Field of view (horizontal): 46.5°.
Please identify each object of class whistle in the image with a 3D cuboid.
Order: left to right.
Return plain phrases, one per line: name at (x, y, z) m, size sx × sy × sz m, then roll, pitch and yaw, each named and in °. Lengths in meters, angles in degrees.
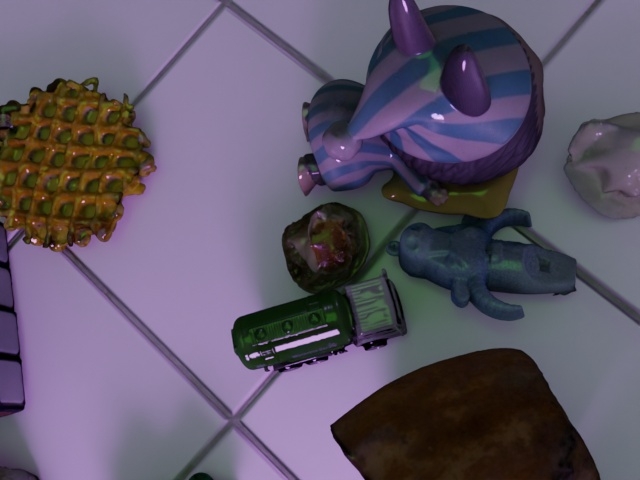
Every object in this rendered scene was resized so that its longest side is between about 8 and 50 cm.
whistle at (0.226, 0.029, 1.056) m, size 0.269 × 0.093 × 0.180 m, roll 6°, pitch 53°, yaw 12°

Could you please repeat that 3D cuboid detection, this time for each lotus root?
lotus root at (0.206, 0.293, 0.895) m, size 0.250 × 0.316 × 0.316 m, roll -33°, pitch 73°, yaw -2°

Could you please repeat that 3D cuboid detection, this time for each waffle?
waffle at (-0.430, -0.135, 1.251) m, size 0.329 × 0.062 × 0.329 m, roll -3°, pitch 77°, yaw 13°

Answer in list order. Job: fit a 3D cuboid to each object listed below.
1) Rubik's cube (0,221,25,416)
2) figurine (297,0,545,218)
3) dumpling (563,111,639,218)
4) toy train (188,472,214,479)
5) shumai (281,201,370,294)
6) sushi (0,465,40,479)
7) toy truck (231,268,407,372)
Rubik's cube at (-0.693, 0.125, 1.101) m, size 0.344 × 0.344 × 0.337 m, roll -16°, pitch 74°, yaw 8°
figurine at (0.108, -0.217, 0.980) m, size 0.361 × 0.377 × 0.266 m, roll -4°, pitch 62°, yaw 14°
dumpling at (0.442, -0.101, 1.040) m, size 0.181 × 0.111 × 0.155 m, roll 22°, pitch 114°, yaw 23°
toy train at (-0.209, 0.418, 1.064) m, size 0.228 × 0.091 × 0.136 m, roll -15°, pitch 85°, yaw 7°
shumai at (0.004, -0.001, 1.098) m, size 0.145 × 0.116 × 0.145 m, roll -3°, pitch 76°, yaw 13°
sushi at (-0.461, 0.455, 1.095) m, size 0.124 × 0.130 × 0.332 m, roll -29°, pitch 67°, yaw 9°
toy truck at (-0.003, 0.120, 1.068) m, size 0.242 × 0.125 × 0.101 m, roll -16°, pitch 73°, yaw 7°
